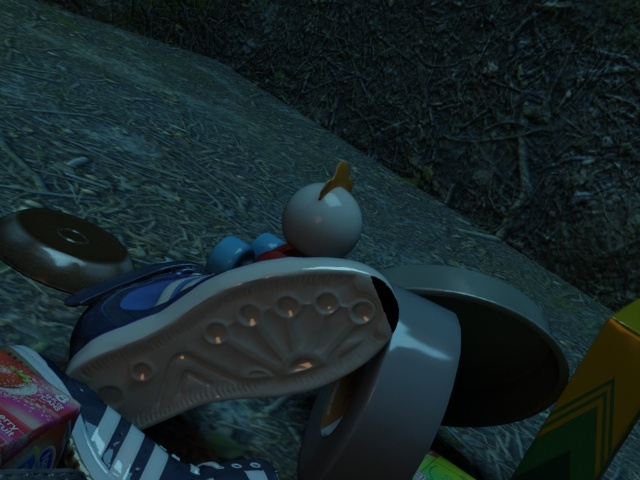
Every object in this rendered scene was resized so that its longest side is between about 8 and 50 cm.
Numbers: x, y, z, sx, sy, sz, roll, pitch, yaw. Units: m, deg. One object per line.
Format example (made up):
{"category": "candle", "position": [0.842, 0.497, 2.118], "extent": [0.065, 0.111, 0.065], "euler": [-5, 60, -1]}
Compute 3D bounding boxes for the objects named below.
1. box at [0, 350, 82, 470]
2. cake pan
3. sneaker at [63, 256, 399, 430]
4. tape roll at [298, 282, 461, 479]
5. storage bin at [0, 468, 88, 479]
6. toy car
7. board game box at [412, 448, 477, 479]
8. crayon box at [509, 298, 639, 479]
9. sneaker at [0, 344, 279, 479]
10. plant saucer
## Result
{"category": "box", "position": [-0.314, 0.112, 0.637], "extent": [0.256, 0.123, 0.128], "euler": [30, 15, 13]}
{"category": "cake pan", "position": [0.139, 0.124, 1.087], "extent": [0.293, 0.293, 0.054], "euler": [23, 53, -11]}
{"category": "sneaker", "position": [-0.091, 0.061, 0.918], "extent": [0.236, 0.322, 0.130], "euler": [-96, 166, -69]}
{"category": "tape roll", "position": [0.055, 0.155, 0.924], "extent": [0.072, 0.219, 0.219], "euler": [26, 14, -8]}
{"category": "storage bin", "position": [-0.206, 0.201, 0.513], "extent": [0.180, 0.122, 0.084], "euler": [12, 19, -42]}
{"category": "toy car", "position": [0.000, 0.000, 1.331], "extent": [0.219, 0.238, 0.210], "euler": [32, 16, 20]}
{"category": "board game box", "position": [0.162, 0.293, 0.974], "extent": [0.181, 0.043, 0.092], "euler": [31, 15, 20]}
{"category": "crayon box", "position": [0.333, 0.186, 1.086], "extent": [0.081, 0.319, 0.202], "euler": [33, 16, 22]}
{"category": "sneaker", "position": [-0.141, 0.181, 0.733], "extent": [0.282, 0.099, 0.153], "euler": [41, 25, 26]}
{"category": "plant saucer", "position": [-0.316, 0.007, 1.174], "extent": [0.198, 0.036, 0.198], "euler": [24, 14, -6]}
